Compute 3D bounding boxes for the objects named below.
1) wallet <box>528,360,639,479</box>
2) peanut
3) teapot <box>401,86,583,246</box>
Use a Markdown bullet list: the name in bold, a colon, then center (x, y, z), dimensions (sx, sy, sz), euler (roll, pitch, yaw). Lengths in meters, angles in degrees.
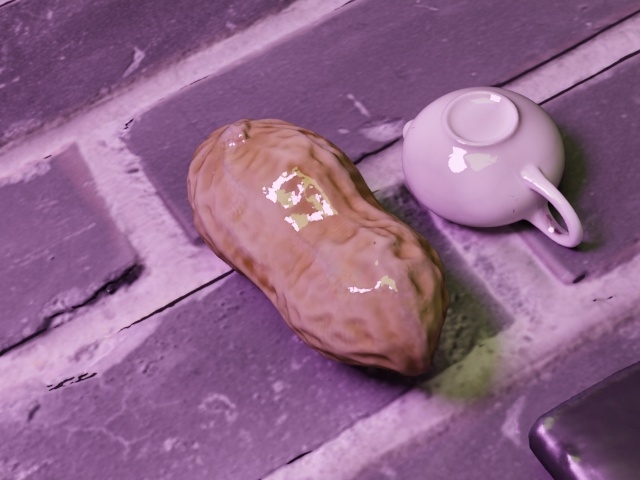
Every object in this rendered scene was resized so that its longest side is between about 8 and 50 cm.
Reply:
- **wallet**: center (0.347, 0.228, 0.957), dimensions (0.228, 0.062, 0.406), euler (-27, 49, -11)
- **peanut**: center (0.000, 0.000, 1.168), dimensions (0.140, 0.153, 0.325), euler (-22, 40, -25)
- **teapot**: center (0.151, -0.073, 1.240), dimensions (0.145, 0.092, 0.226), euler (-34, 55, -15)
